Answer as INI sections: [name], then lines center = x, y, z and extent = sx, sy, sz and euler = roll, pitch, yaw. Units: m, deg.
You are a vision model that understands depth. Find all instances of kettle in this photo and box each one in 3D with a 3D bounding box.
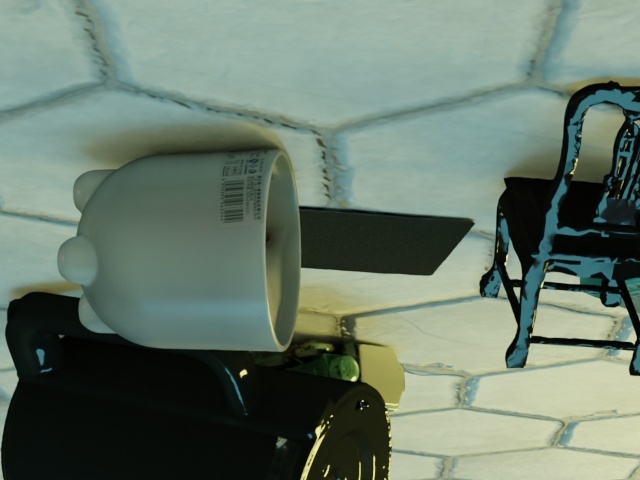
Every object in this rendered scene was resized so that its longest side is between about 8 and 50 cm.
[kettle]
center = -0.124, 0.186, 1.422
extent = 0.308, 0.203, 0.262
euler = 12, 166, 24

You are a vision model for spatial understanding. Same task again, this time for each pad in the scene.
[pad]
center = 0.000, 0.000, 1.256
extent = 0.211, 0.003, 0.143
euler = 4, 161, -10

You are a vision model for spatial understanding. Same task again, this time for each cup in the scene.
[cup]
center = -0.090, -0.005, 1.098
extent = 0.142, 0.173, 0.134
euler = -1, 127, 10

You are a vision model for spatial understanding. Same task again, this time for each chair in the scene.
[chair]
center = 0.184, -0.025, 1.072
extent = 0.106, 0.113, 0.229
euler = 4, 123, -9

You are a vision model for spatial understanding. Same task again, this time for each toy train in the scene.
[toy train]
center = -0.016, 0.149, 1.588
extent = 0.125, 0.080, 0.194
euler = 12, 158, -41

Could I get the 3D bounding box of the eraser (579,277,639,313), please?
[eraser]
center = 0.303, 0.005, 1.181
extent = 0.096, 0.052, 0.225
euler = 19, 154, -39
